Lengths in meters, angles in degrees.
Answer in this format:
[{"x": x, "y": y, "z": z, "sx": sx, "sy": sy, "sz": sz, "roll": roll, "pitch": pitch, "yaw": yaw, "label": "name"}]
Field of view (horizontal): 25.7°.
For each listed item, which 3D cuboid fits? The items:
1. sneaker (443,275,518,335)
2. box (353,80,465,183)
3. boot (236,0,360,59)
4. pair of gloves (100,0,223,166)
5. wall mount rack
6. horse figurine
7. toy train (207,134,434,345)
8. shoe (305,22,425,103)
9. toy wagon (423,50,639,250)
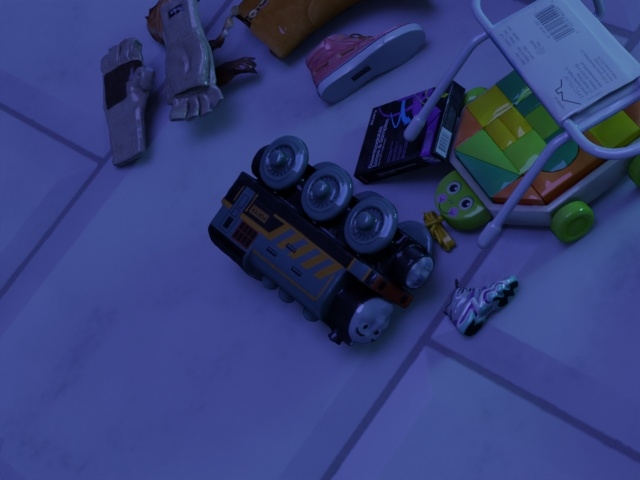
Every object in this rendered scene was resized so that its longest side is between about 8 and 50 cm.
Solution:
[{"x": 0.195, "y": 0.065, "z": 1.754, "sx": 0.098, "sy": 0.038, "sz": 0.069, "roll": -42, "pitch": 51, "yaw": -2, "label": "sneaker"}, {"x": 0.118, "y": -0.145, "z": 1.897, "sx": 0.162, "sy": 0.029, "sz": 0.116, "roll": -16, "pitch": 50, "yaw": 49, "label": "box"}, {"x": 0.010, "y": -0.350, "z": 2.085, "sx": 0.211, "sy": 0.104, "sz": 0.295, "roll": -53, "pitch": 46, "yaw": -3, "label": "boot"}, {"x": -0.248, "y": -0.242, "z": 2.136, "sx": 0.240, "sy": 0.042, "sz": 0.204, "roll": -31, "pitch": 61, "yaw": 33, "label": "pair of gloves"}, {"x": 0.265, "y": -0.168, "z": 1.718, "sx": 0.304, "sy": 0.130, "sz": 0.350, "roll": -30, "pitch": 53, "yaw": 0, "label": "wall mount rack"}, {"x": -0.197, "y": -0.323, "z": 2.166, "sx": 0.174, "sy": 0.066, "sz": 0.263, "roll": -52, "pitch": 54, "yaw": 32, "label": "horse figurine"}, {"x": 0.000, "y": 0.000, "z": 1.847, "sx": 0.334, "sy": 0.142, "sz": 0.190, "roll": 37, "pitch": 94, "yaw": 37, "label": "toy train"}, {"x": 0.061, "y": -0.277, "z": 2.024, "sx": 0.178, "sy": 0.063, "sz": 0.081, "roll": -33, "pitch": 56, "yaw": 12, "label": "shoe"}, {"x": 0.274, "y": -0.115, "z": 1.806, "sx": 0.344, "sy": 0.068, "sz": 0.267, "roll": -36, "pitch": 50, "yaw": 3, "label": "toy wagon"}]
